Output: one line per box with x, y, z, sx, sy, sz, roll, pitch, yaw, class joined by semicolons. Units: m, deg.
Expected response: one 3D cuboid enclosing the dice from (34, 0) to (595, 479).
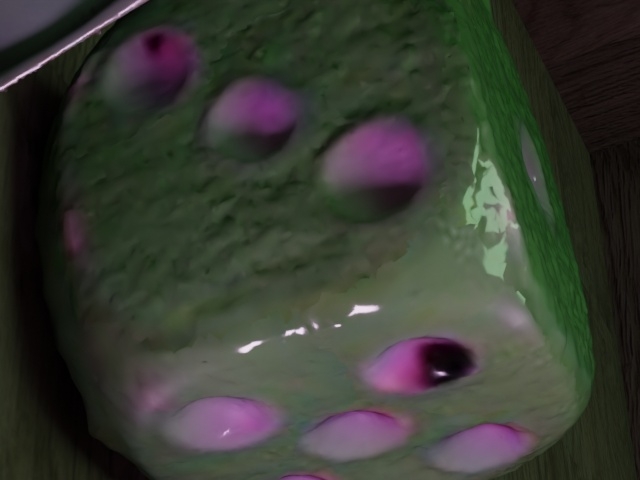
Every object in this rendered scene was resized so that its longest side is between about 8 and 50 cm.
0.000;0.000;1.217;0.318;0.330;0.322;53;25;-53;dice

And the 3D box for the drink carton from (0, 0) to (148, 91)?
-0.205;-0.198;1.075;0.189;0.185;0.191;53;9;-11;drink carton
